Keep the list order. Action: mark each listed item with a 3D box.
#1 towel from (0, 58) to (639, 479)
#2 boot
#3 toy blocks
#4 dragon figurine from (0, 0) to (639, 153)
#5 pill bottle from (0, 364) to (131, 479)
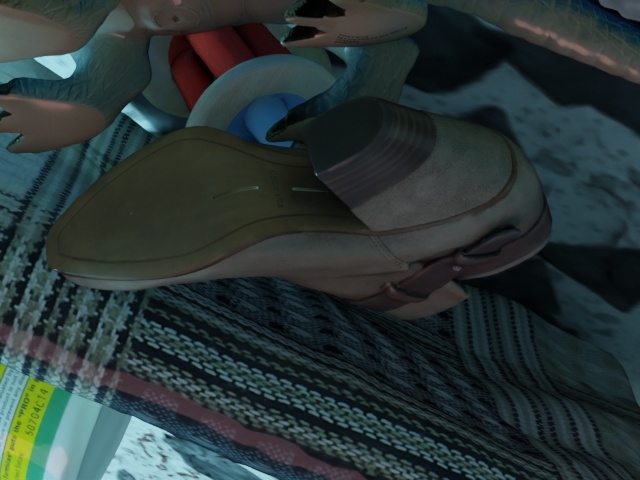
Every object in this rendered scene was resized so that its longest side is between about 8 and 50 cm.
[{"bbox_3d":[0.001,0.023,0.651,0.312,0.056,0.324,24,-172,-5],"label":"towel"},{"bbox_3d":[0.000,0.000,0.487,0.118,0.042,0.087,-17,151,27],"label":"boot"},{"bbox_3d":[-0.009,-0.030,0.590,0.123,0.054,0.148,47,-173,-44],"label":"toy blocks"},{"bbox_3d":[-0.018,-0.100,0.501,0.289,0.144,0.085,1,153,6],"label":"dragon figurine"},{"bbox_3d":[-0.206,0.056,1.007,0.208,0.118,0.117,22,158,6],"label":"pill bottle"}]
